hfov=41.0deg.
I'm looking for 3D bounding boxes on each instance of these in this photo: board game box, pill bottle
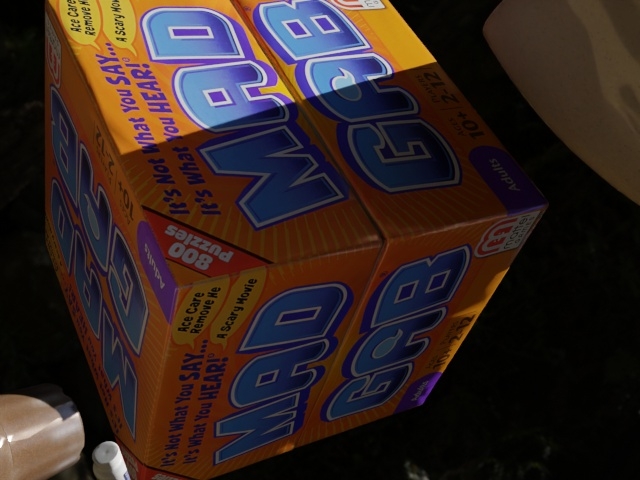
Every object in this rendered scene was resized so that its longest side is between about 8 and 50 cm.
[{"bbox_3d":[-0.064,-0.015,0.897,0.356,0.356,0.356,59,-32,31],"label":"board game box"},{"bbox_3d":[-0.377,0.424,1.568,0.067,0.067,0.120,41,-29,42],"label":"pill bottle"}]

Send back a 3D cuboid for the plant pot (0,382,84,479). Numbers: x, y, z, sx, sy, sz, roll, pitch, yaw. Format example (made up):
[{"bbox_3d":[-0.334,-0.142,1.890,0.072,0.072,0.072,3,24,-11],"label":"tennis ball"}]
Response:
[{"bbox_3d":[-0.423,0.273,1.154,0.167,0.167,0.165,46,32,20],"label":"plant pot"}]

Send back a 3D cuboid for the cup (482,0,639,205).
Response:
[{"bbox_3d":[0.347,-0.158,0.784,0.331,0.331,0.237,129,-60,-82],"label":"cup"}]
